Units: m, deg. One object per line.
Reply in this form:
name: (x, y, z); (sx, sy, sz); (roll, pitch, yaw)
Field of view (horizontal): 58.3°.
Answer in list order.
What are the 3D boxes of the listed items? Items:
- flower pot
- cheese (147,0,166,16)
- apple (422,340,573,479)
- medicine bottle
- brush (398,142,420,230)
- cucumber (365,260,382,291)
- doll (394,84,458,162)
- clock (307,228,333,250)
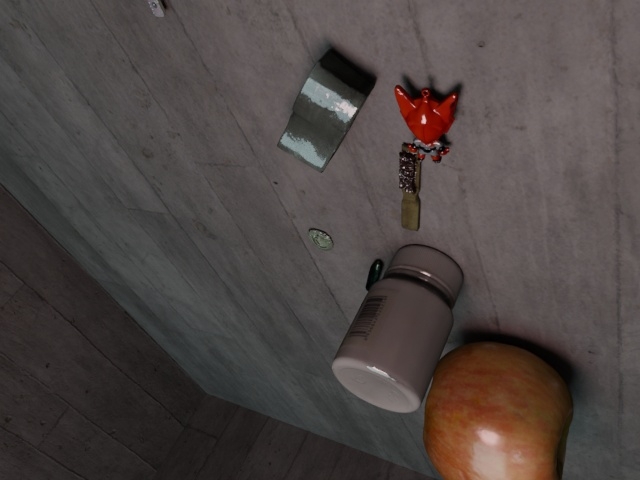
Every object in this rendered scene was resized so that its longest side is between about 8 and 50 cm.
flower pot: (0.009, -0.236, 1.073); (0.108, 0.103, 0.229); (33, 148, -3)
cheese: (-0.336, -0.502, 1.056); (0.097, 0.037, 0.192); (15, 145, 28)
apple: (0.431, 0.447, 1.421); (0.346, 0.391, 0.391); (12, 144, 27)
medicine bottle: (0.186, 0.192, 1.301); (0.208, 0.340, 0.208); (22, 148, 15)
brush: (0.183, -0.097, 1.188); (0.043, 0.036, 0.248); (23, 149, 23)
cucumber: (0.141, 0.092, 1.501); (0.032, 0.032, 0.133); (25, 149, 11)
doll: (0.188, -0.199, 1.010); (0.109, 0.057, 0.169); (14, 144, 22)
clock: (0.000, 0.000, 1.514); (0.074, 0.010, 0.083); (13, 145, 28)
